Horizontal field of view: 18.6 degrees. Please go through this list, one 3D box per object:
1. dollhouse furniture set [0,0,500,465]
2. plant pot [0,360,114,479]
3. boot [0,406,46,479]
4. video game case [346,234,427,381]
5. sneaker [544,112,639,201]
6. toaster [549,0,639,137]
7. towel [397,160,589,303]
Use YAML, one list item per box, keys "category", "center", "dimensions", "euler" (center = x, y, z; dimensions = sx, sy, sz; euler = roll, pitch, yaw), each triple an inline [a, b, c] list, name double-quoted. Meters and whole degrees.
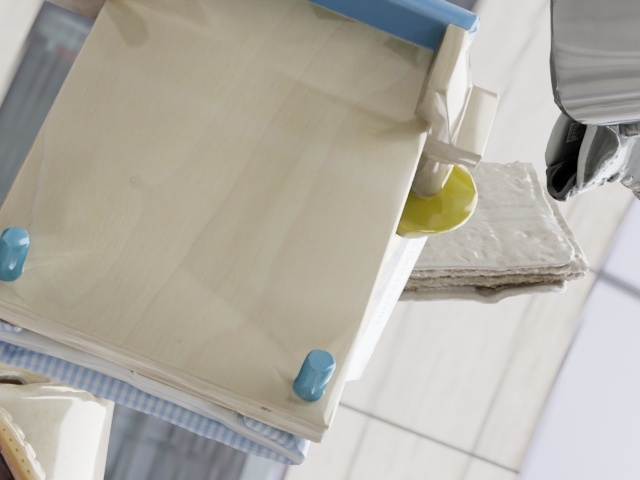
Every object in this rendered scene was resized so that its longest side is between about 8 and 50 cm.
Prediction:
- category: "dollhouse furniture set"
  center: [-0.114, 0.030, 0.711]
  dimensions: [0.198, 0.303, 0.286]
  euler: [114, -5, -51]
- category: "plant pot"
  center: [-0.269, 0.191, 1.220]
  dimensions: [0.334, 0.334, 0.305]
  euler: [30, -72, 51]
- category: "boot"
  center: [-0.246, 0.118, 0.871]
  dimensions: [0.248, 0.207, 0.090]
  euler: [51, -30, 15]
- category: "video game case"
  center: [0.000, 0.000, 1.249]
  dimensions: [0.042, 0.232, 0.210]
  euler: [31, -76, 26]
- category: "sneaker"
  center: [0.257, -0.060, 1.704]
  dimensions: [0.132, 0.228, 0.086]
  euler: [-37, -140, -11]
- category: "toaster"
  center: [0.250, -0.184, 1.378]
  dimensions: [0.146, 0.129, 0.227]
  euler: [7, -83, 54]
- category: "towel"
  center: [0.101, -0.012, 1.863]
  dimensions: [0.187, 0.282, 0.049]
  euler: [-109, -156, -53]
